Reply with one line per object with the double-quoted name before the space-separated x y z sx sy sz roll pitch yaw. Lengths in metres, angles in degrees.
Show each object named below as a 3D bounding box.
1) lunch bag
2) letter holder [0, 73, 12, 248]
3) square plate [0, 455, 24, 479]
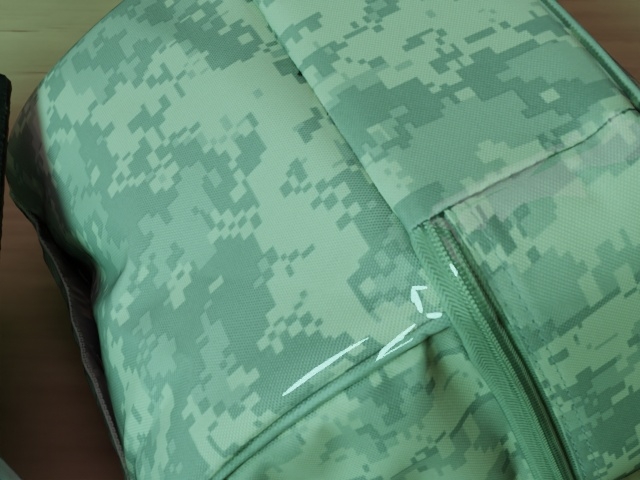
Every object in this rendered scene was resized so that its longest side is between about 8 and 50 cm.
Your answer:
"lunch bag" 0.000 0.000 0.574 0.256 0.212 0.305 -29 48 -1
"letter holder" -0.240 0.076 0.508 0.152 0.214 0.302 18 38 -26
"square plate" -0.217 0.237 0.473 0.344 0.049 0.347 35 57 29
